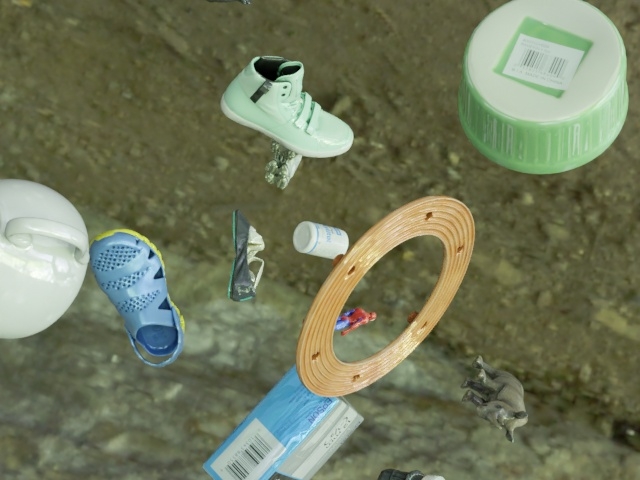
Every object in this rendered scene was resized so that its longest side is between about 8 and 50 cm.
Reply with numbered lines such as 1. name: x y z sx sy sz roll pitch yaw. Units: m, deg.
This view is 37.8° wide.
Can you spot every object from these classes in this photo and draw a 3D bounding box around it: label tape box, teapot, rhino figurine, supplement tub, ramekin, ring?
1. label tape box: -0.045 0.380 1.738 0.115 0.249 0.347 40 175 25
2. teapot: -0.467 0.014 1.328 0.252 0.256 0.187 47 -174 31
3. rhino figurine: 0.293 0.266 1.546 0.106 0.073 0.243 32 -169 3
4. supplement tub: 0.000 0.000 2.037 0.107 0.071 0.071 11 176 -41
5. ramekin: 0.389 -0.283 1.643 0.304 0.303 0.148 15 161 17
6. ring: 0.090 0.077 1.304 0.032 0.336 0.336 40 180 31

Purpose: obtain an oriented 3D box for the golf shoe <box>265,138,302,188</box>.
1. golf shoe: -0.064 -0.194 1.949 0.069 0.086 0.176 33 132 7

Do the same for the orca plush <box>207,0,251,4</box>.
1. orca plush: -0.275 -0.516 1.815 0.102 0.151 0.287 -39 152 25

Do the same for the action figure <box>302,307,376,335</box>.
1. action figure: 0.031 0.123 1.399 0.115 0.030 0.038 -11 -149 -21

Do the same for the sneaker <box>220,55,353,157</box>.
1. sneaker: -0.034 -0.236 1.650 0.256 0.094 0.151 18 147 -20

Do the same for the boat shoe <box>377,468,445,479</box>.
1. boat shoe: 0.129 0.464 1.324 0.091 0.302 0.114 6 -170 33

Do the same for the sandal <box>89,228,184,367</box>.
1. sandal: -0.328 0.116 1.732 0.138 0.126 0.317 -112 -1 -54

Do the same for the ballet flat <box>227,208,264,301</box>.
1. ballet flat: -0.150 0.031 1.916 0.074 0.203 0.074 1 155 0
